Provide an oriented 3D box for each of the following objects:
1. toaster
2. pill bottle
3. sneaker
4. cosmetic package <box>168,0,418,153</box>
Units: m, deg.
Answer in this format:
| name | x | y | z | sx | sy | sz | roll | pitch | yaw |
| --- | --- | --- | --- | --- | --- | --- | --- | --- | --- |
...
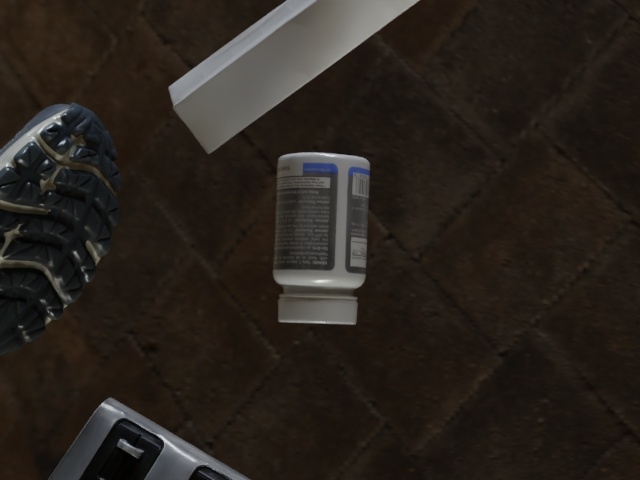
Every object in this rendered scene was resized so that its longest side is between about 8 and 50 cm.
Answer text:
| name | x | y | z | sx | sy | sz | roll | pitch | yaw |
| --- | --- | --- | --- | --- | --- | --- | --- | --- | --- |
| toaster | -0.128 | 0.226 | 1.189 | 0.168 | 0.186 | 0.110 | 30 | 79 | 9 |
| pill bottle | 0.000 | 0.000 | 1.158 | 0.078 | 0.078 | 0.137 | 0 | 86 | 36 |
| sneaker | -0.234 | 0.028 | 0.840 | 0.122 | 0.110 | 0.283 | 26 | 78 | 35 |
| cosmetic package | -0.025 | -0.178 | 1.280 | 0.239 | 0.099 | 0.060 | -36 | 106 | 3 |
